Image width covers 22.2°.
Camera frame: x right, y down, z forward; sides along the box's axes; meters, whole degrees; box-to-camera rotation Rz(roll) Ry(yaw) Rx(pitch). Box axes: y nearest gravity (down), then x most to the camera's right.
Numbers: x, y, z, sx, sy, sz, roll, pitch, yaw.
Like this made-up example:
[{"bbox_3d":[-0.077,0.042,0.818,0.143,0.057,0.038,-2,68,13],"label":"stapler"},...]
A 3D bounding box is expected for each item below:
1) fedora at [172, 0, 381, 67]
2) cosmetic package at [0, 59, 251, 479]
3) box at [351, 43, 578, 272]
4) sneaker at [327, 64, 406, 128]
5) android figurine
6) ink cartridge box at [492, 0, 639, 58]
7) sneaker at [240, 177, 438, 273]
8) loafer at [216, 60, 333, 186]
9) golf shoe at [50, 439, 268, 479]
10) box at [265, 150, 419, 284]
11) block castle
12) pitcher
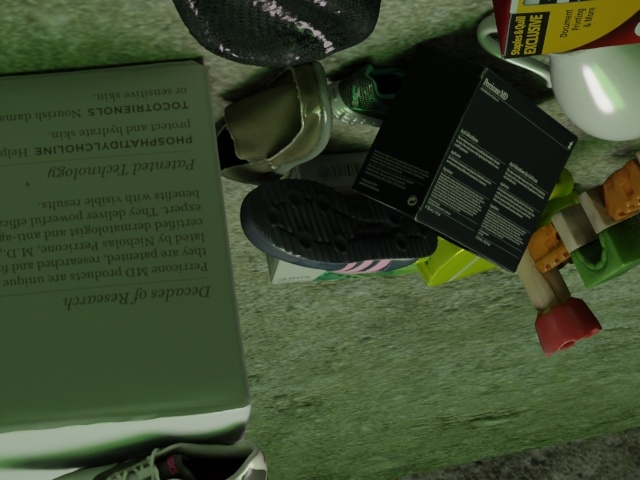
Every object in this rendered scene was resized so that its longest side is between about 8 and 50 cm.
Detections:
[{"bbox_3d":[-0.044,-0.251,1.418,0.334,0.153,0.334,-5,161,-2],"label":"fedora"},{"bbox_3d":[-0.269,0.058,1.809,0.327,0.394,0.329,-6,160,-9],"label":"cosmetic package"},{"bbox_3d":[0.172,-0.090,1.877,0.103,0.184,0.261,28,-179,35],"label":"box"},{"bbox_3d":[0.089,-0.160,1.857,0.166,0.065,0.076,5,149,-38],"label":"sneaker"},{"bbox_3d":[0.230,-0.012,2.194,0.273,0.056,0.248,-13,158,-42],"label":"android figurine"},{"bbox_3d":[0.229,-0.293,1.473,0.271,0.130,0.309,-7,159,0],"label":"ink cartridge box"},{"bbox_3d":[0.000,0.000,1.986,0.131,0.112,0.319,-23,158,40],"label":"sneaker"},{"bbox_3d":[-0.061,-0.123,1.842,0.087,0.094,0.251,-3,159,-25],"label":"loafer"},{"bbox_3d":[-0.188,0.255,1.689,0.272,0.105,0.120,-9,146,-16],"label":"golf shoe"},{"bbox_3d":[0.061,-0.030,2.180,0.232,0.058,0.322,-5,159,-11],"label":"box"},{"bbox_3d":[0.467,0.002,2.069,0.303,0.213,0.453,-22,170,-24],"label":"block castle"},{"bbox_3d":[0.282,-0.194,1.791,0.177,0.125,0.207,2,157,34],"label":"pitcher"}]
